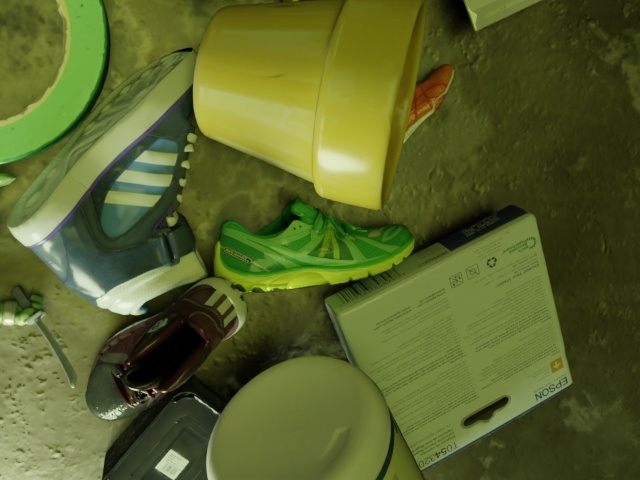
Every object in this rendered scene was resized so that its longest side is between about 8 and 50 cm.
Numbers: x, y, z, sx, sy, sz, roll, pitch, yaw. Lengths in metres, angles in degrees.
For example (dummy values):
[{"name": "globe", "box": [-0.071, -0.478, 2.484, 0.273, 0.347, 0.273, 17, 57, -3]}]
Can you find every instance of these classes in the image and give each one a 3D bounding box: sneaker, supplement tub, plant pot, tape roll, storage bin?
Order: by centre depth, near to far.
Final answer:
[{"name": "tape roll", "box": [-0.416, -0.248, 0.769, 0.322, 0.077, 0.321, -2, 99, -14]}, {"name": "plant pot", "box": [-0.013, -0.184, 0.799, 0.239, 0.254, 0.253, 13, 96, 10]}, {"name": "sneaker", "box": [-0.224, 0.157, 0.803, 0.281, 0.162, 0.106, -41, 94, 19]}, {"name": "sneaker", "box": [-0.208, -0.059, 0.848, 0.322, 0.130, 0.236, -53, 127, -16]}, {"name": "supplement tub", "box": [0.019, 0.336, 0.864, 0.235, 0.235, 0.324, -32, 126, -8]}, {"name": "sneaker", "box": [0.000, 0.000, 0.900, 0.296, 0.109, 0.123, -7, 90, -22]}, {"name": "storage bin", "box": [-0.204, 0.290, 0.910, 0.122, 0.084, 0.180, 41, 86, -17]}, {"name": "sneaker", "box": [0.124, -0.192, 0.931, 0.067, 0.064, 0.175, 44, 84, -9]}]

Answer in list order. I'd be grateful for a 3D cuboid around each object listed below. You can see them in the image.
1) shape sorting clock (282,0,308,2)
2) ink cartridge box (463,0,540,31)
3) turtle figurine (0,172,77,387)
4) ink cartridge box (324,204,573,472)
[{"name": "shape sorting clock", "box": [0.022, -0.396, 0.879, 0.206, 0.040, 0.206, -2, 104, -10]}, {"name": "ink cartridge box", "box": [0.281, -0.471, 0.924, 0.296, 0.066, 0.261, -27, 105, -9]}, {"name": "turtle figurine", "box": [-0.396, 0.052, 0.765, 0.198, 0.275, 0.266, 2, 95, -50]}, {"name": "ink cartridge box", "box": [0.208, 0.158, 0.999, 0.324, 0.071, 0.330, -26, 116, -10]}]
